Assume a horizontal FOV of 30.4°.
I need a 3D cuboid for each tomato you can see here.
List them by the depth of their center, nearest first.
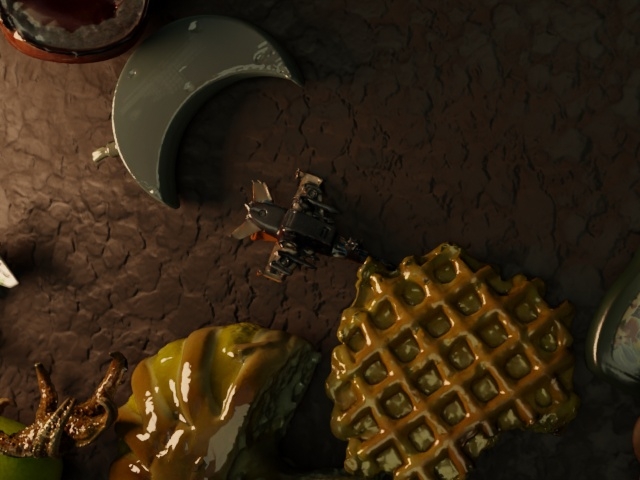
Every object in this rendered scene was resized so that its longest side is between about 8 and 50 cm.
[{"bbox_3d":[-0.272,-0.294,1.298,0.181,0.155,0.214,9,86,-8],"label":"tomato"}]

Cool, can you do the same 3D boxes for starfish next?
[{"bbox_3d":[-0.275,0.185,1.298,0.190,0.146,0.074,-6,111,37],"label":"starfish"}]

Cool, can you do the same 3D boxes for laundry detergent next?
[{"bbox_3d":[0.367,0.057,1.184,0.144,0.078,0.221,26,95,2],"label":"laundry detergent"}]

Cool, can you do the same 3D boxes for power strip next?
[{"bbox_3d":[-0.151,-0.153,1.324,0.253,0.054,0.167,-41,79,12],"label":"power strip"}]

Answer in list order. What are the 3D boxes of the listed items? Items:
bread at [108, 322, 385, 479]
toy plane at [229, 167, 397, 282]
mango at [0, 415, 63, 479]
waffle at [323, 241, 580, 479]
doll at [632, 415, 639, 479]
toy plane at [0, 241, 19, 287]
[{"bbox_3d":[-0.098,0.261,1.265,0.333,0.160,0.333,0,90,17],"label":"bread"},{"bbox_3d":[0.001,-0.004,1.283,0.188,0.062,0.135,19,70,11],"label":"toy plane"},{"bbox_3d":[-0.445,0.273,1.356,0.273,0.149,0.185,18,72,10],"label":"mango"},{"bbox_3d":[0.138,0.137,1.217,0.291,0.051,0.291,-2,72,5],"label":"waffle"},{"bbox_3d":[0.443,0.144,1.069,0.340,0.318,0.209,-35,41,-19],"label":"doll"},{"bbox_3d":[-0.473,0.047,1.389,0.255,0.101,0.251,-24,86,18],"label":"toy plane"}]
